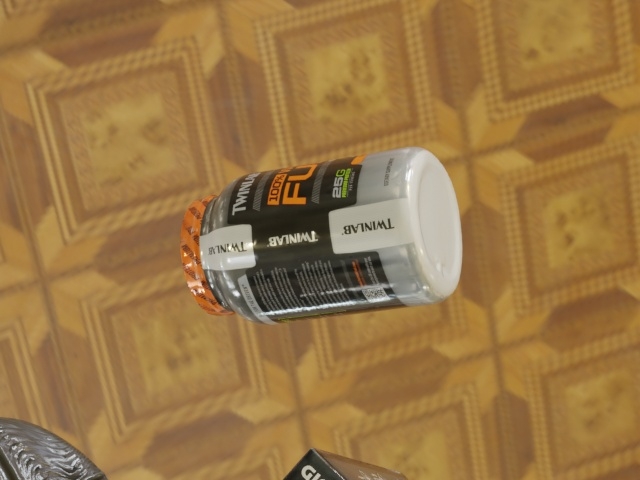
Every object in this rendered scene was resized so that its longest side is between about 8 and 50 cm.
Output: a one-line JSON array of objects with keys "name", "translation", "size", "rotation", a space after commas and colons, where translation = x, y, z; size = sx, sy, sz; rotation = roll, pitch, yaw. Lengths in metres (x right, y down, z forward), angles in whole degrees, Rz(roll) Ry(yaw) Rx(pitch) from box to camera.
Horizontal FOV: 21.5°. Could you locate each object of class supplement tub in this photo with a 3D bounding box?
[{"name": "supplement tub", "translation": [0.000, 0.000, 1.247], "size": [0.190, 0.117, 0.117], "rotation": [-9, 118, 22]}]

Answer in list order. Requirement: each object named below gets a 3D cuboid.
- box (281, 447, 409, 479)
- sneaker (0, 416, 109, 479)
[{"name": "box", "translation": [0.070, 0.220, 1.114], "size": [0.051, 0.175, 0.220], "rotation": [-49, 158, 3]}, {"name": "sneaker", "translation": [-0.217, 0.378, 1.381], "size": [0.169, 0.257, 0.447], "rotation": [-24, 76, -41]}]
